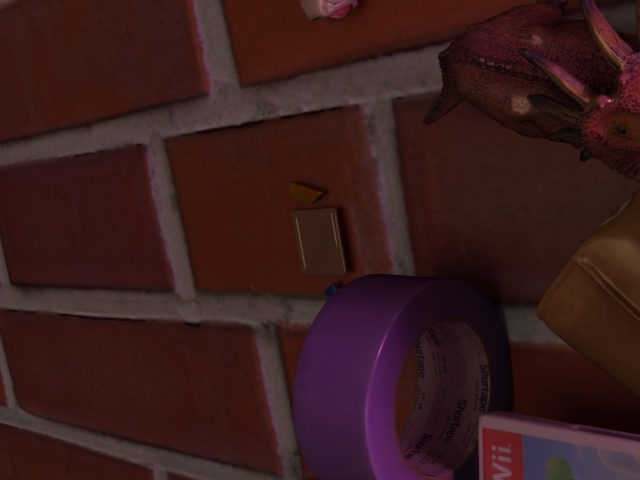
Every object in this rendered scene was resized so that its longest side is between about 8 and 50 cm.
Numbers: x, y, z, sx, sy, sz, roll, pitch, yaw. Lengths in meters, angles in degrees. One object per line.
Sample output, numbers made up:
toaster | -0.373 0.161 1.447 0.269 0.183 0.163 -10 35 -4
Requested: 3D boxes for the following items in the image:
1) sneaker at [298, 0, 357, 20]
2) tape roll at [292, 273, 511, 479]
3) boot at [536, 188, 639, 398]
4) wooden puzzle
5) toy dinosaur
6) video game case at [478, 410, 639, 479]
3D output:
sneaker | 0.023 -0.234 0.745 0.134 0.051 0.070 -23 88 49
tape roll | 0.071 0.123 0.712 0.080 0.189 0.189 3 105 45
boot | 0.290 0.064 0.549 0.269 0.089 0.236 47 131 25
wooden puzzle | 0.000 0.000 0.871 0.078 0.014 0.116 9 109 47
toy dinosaur | 0.155 -0.101 0.548 0.295 0.200 0.127 14 112 42
video game case | 0.225 0.233 0.570 0.285 0.025 0.204 -1 91 48
